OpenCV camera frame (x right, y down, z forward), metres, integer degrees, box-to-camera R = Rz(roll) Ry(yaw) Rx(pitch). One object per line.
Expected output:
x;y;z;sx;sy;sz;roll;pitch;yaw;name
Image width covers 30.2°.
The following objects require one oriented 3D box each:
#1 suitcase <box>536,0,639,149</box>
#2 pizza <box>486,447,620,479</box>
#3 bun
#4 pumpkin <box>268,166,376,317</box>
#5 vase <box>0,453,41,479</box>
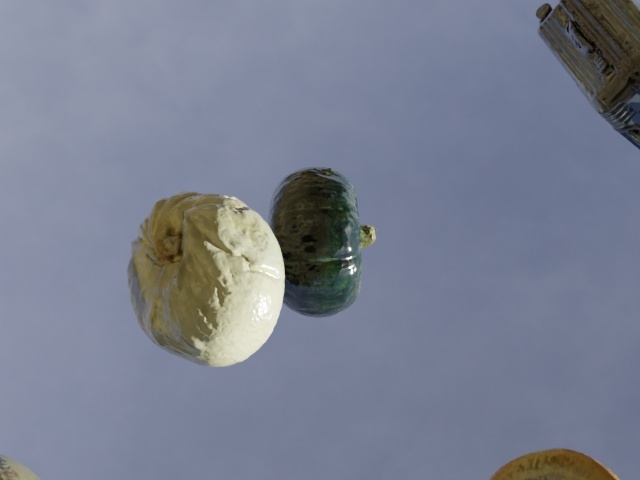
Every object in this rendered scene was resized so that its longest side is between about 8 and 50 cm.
0.401;-0.220;1.499;0.128;0.202;0.312;-47;-153;20;suitcase
0.216;0.338;1.201;0.181;0.034;0.262;5;-97;43;pizza
-0.121;0.033;1.173;0.164;0.111;0.188;-23;-117;26;bun
-0.002;0.002;1.618;0.152;0.211;0.211;6;-126;-8;pumpkin
-0.405;0.403;1.343;0.302;0.240;0.329;21;-146;35;vase
